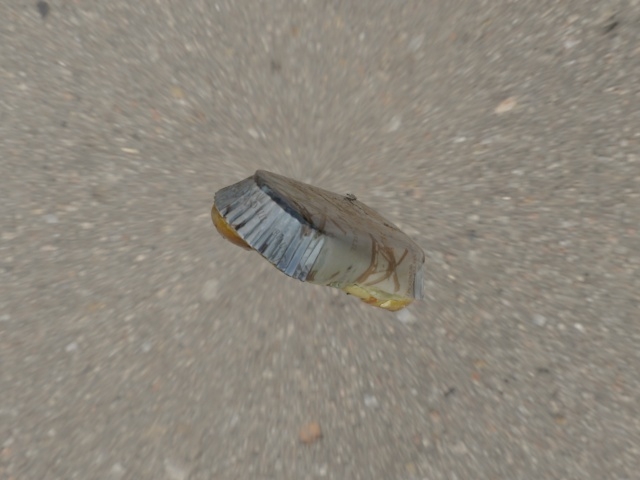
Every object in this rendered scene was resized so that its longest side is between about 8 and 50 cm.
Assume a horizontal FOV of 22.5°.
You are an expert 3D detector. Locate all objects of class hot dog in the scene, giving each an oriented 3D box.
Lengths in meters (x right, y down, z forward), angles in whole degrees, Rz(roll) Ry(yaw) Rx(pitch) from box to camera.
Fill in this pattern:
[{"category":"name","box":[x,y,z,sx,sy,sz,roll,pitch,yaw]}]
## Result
[{"category":"hot dog","box":[0.000,0.000,1.309,0.131,0.253,0.069,40,102,29]}]
